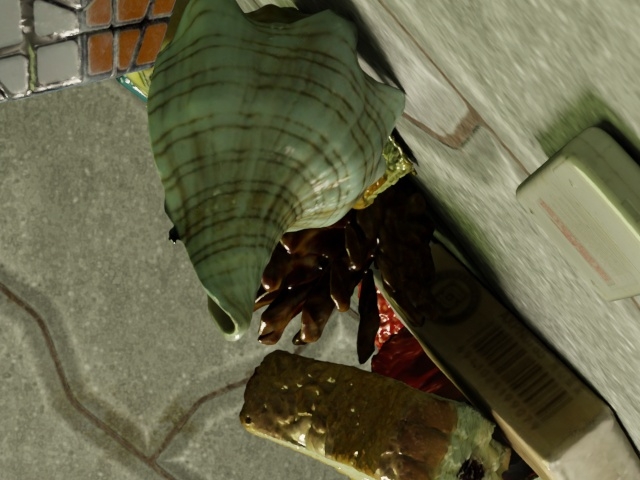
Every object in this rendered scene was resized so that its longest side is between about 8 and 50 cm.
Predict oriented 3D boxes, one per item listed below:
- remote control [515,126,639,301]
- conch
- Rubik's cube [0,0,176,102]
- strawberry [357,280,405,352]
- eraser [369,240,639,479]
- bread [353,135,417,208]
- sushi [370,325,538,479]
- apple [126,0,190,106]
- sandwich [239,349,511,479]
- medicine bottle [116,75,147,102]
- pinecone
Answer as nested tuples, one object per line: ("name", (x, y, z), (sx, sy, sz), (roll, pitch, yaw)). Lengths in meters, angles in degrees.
("remote control", (0.145, -0.010, 0.905), (0.087, 0.029, 0.190), (49, 177, 4))
("conch", (-0.031, -0.084, 1.222), (0.203, 0.169, 0.386), (47, -168, -20))
("Rubik's cube", (-0.274, -0.261, 1.585), (0.319, 0.319, 0.264), (-149, 46, -80))
("strawberry", (0.124, 0.149, 2.285), (0.286, 0.106, 0.188), (51, 175, -17))
("eraser", (0.164, 0.117, 1.660), (0.343, 0.078, 0.144), (48, 175, 43))
("bread", (0.007, -0.096, 1.440), (0.140, 0.069, 0.128), (46, 174, 34))
("sushi", (0.164, 0.187, 1.973), (0.225, 0.136, 0.126), (41, 176, 21))
("apple", (-0.176, -0.240, 1.852), (0.193, 0.120, 0.265), (62, 176, 10))
("sandwich", (0.091, 0.185, 1.560), (0.254, 0.099, 0.288), (29, 170, -25))
("medicine bottle", (-0.130, -0.180, 2.087), (0.258, 0.124, 0.079), (38, -178, -22))
("pinecone", (-0.003, 0.001, 1.577), (0.202, 0.201, 0.229), (86, 163, -74))
